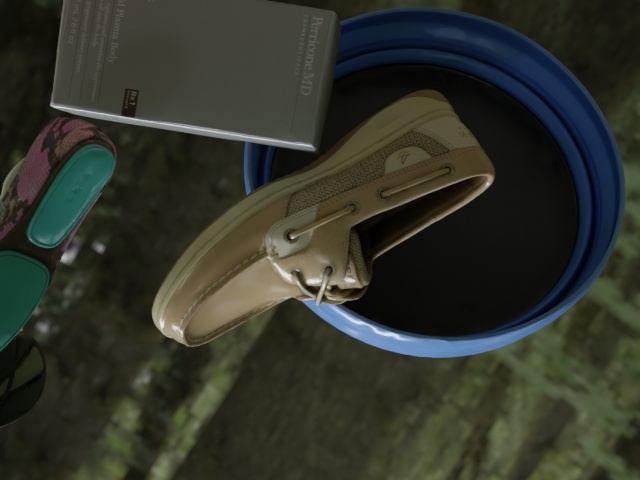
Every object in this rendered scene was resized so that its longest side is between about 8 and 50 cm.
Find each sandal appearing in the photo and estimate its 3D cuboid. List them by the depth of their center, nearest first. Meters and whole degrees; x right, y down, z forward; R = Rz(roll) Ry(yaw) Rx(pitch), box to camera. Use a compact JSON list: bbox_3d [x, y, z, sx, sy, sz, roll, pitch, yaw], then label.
[{"bbox_3d":[-0.404,0.152,1.688,0.086,0.120,0.302,18,-163,40],"label":"sandal"}]

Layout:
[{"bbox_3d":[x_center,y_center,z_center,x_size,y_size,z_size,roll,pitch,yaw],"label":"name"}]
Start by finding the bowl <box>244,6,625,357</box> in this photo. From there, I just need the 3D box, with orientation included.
[{"bbox_3d":[0.113,-0.059,1.790,0.391,0.391,0.077,35,153,10],"label":"bowl"}]

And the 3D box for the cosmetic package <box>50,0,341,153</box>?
[{"bbox_3d":[-0.106,-0.156,1.543,0.237,0.127,0.107,7,180,7],"label":"cosmetic package"}]

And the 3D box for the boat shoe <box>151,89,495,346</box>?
[{"bbox_3d":[0.000,0.000,1.592,0.110,0.341,0.121,55,-176,24],"label":"boat shoe"}]

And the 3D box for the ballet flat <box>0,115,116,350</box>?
[{"bbox_3d":[-0.243,-0.002,1.392,0.077,0.221,0.079,30,-178,-45],"label":"ballet flat"}]
